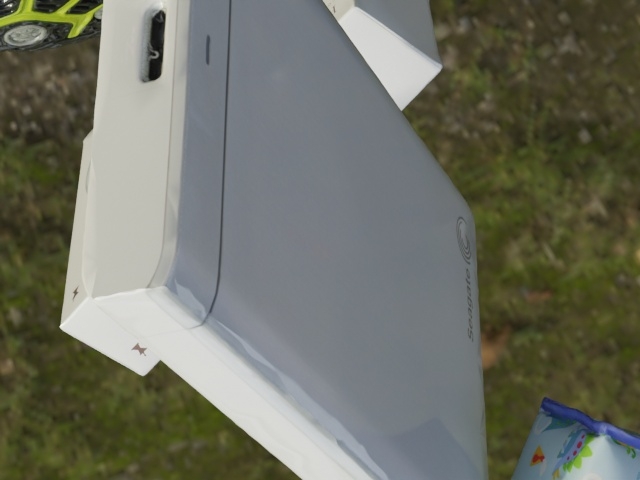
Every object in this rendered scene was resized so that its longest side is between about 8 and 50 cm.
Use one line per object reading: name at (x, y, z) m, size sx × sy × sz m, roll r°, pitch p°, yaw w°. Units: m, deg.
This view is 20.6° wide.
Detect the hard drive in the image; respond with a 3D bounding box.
hard drive at (0.000, 0.000, 0.853) m, size 0.047 × 0.233 × 0.353 m, roll -12°, pitch 148°, yaw 20°

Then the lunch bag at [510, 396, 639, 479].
lunch bag at (0.173, 0.174, 0.954) m, size 0.151 × 0.096 × 0.128 m, roll 25°, pitch 88°, yaw -21°

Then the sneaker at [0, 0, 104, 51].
sneaker at (-0.319, -0.249, 1.517) m, size 0.385 × 0.147 × 0.145 m, roll -4°, pitch 159°, yaw -21°

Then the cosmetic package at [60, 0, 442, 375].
cosmetic package at (-0.065, -0.109, 1.465) m, size 0.097 × 0.284 × 0.377 m, roll 32°, pitch 118°, yaw -25°
